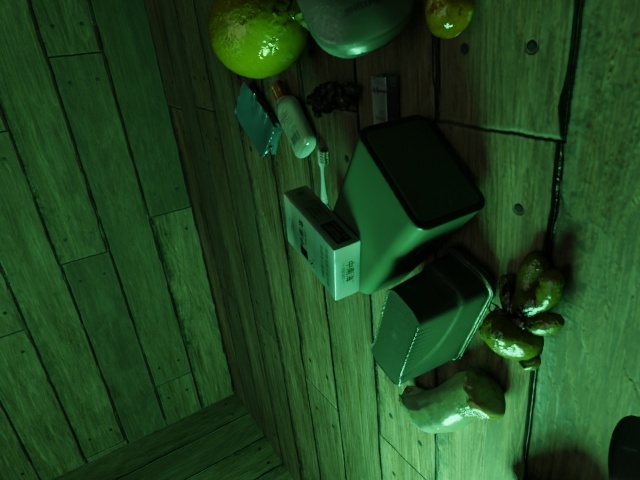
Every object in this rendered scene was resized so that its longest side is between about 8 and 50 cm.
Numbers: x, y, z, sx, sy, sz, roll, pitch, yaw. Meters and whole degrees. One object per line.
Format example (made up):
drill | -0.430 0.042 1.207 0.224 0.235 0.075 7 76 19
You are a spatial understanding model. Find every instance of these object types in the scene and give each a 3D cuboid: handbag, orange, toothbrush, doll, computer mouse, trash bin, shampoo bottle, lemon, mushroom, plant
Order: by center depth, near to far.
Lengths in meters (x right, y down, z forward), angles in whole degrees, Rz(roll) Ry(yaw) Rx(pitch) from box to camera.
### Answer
orange | 0.202 -0.360 0.722 0.083 0.070 0.083 178 90 -65
doll | 0.332 0.119 0.776 0.137 0.097 0.209 47 141 49
computer mouse | 0.040 -0.484 0.820 0.095 0.198 0.330 40 -153 -83
trash bin | 0.147 -0.051 0.949 0.222 0.159 0.343 62 158 20
mushroom | 0.282 0.368 1.046 0.351 0.095 0.122 131 136 -60
plant | 0.025 -0.333 1.079 0.174 0.087 0.085 14 94 54
lemon | -0.151 -0.511 1.118 0.263 0.236 0.235 -31 79 44
shampoo bottle | -0.081 -0.345 1.293 0.220 0.052 0.108 66 154 11
toothbrush | 0.015 -0.094 1.311 0.030 0.025 0.341 34 135 47
handbag | -0.201 -0.390 1.493 0.221 0.057 0.144 60 148 21

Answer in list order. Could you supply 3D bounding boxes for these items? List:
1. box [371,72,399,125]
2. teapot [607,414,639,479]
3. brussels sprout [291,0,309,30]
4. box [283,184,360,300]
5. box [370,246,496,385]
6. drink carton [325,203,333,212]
box | 0.134 -0.278 0.945 0.051 0.036 0.117 31 134 54
teapot | 0.475 0.300 0.578 0.149 0.163 0.239 -23 57 55
brussels sprout | 0.027 -0.461 0.934 0.122 0.152 0.149 -46 34 23
box | 0.000 0.000 1.049 0.243 0.067 0.155 50 151 42
box | 0.216 0.161 0.926 0.138 0.179 0.274 48 146 38
drink carton | 0.077 -0.010 1.192 0.084 0.075 0.199 -34 76 62
